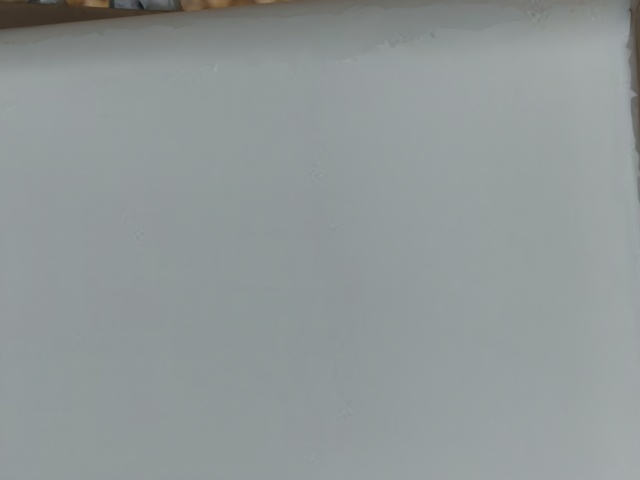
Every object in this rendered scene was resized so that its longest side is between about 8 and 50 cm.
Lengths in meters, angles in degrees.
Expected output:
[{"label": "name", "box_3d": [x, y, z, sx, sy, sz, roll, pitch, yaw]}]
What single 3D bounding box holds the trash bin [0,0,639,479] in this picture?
[{"label": "trash bin", "box_3d": [0.000, 0.000, 0.680, 0.368, 0.256, 0.296, -6, 88, 39]}]
